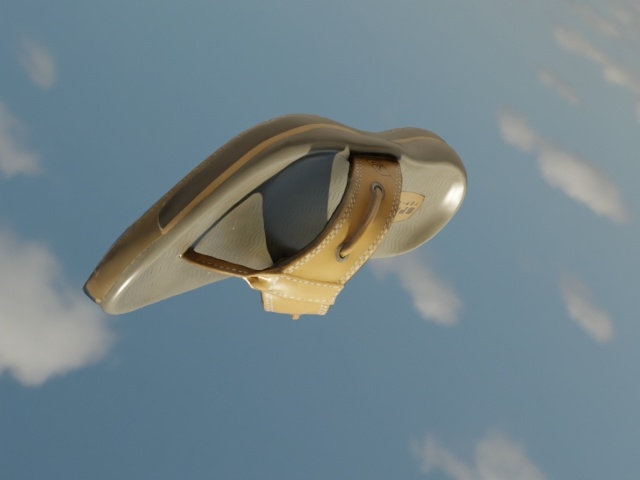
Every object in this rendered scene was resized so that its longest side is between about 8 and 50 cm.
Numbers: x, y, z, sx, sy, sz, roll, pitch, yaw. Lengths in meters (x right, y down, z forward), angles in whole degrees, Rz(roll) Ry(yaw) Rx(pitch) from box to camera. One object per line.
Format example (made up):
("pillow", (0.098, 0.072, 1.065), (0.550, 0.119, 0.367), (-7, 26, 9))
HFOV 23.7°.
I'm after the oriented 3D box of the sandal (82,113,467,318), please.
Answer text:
("sandal", (0.000, 0.000, 0.612), (0.060, 0.090, 0.219), (51, -153, 21))
